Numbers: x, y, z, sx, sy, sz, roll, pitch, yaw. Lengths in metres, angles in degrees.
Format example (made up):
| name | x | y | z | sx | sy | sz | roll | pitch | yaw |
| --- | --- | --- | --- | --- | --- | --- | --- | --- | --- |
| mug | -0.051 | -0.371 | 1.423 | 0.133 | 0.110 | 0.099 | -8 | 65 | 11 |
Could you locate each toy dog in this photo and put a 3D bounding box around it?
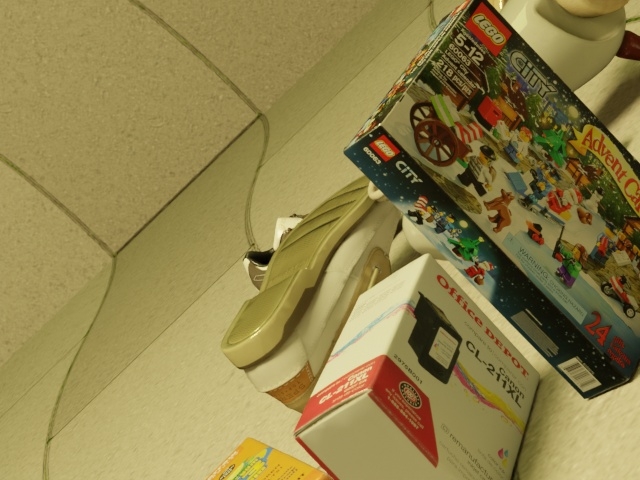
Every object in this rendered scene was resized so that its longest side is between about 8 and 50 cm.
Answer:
| name | x | y | z | sx | sy | sz | roll | pitch | yaw |
| --- | --- | --- | --- | --- | --- | --- | --- | --- | --- |
| toy dog | 0.203 | -0.118 | 1.577 | 0.333 | 0.161 | 0.220 | -58 | 15 | 4 |

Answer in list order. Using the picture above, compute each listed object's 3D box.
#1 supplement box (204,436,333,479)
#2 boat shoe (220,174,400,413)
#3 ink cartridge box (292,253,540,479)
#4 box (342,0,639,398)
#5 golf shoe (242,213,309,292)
| name | x | y | z | sx | sy | sz | roll | pitch | yaw |
| --- | --- | --- | --- | --- | --- | --- | --- | --- | --- |
| supplement box | -0.029 | 0.207 | 1.284 | 0.078 | 0.080 | 0.233 | -44 | 9 | -12 |
| boat shoe | 0.011 | 0.046 | 1.650 | 0.113 | 0.103 | 0.302 | -26 | 20 | 43 |
| ink cartridge box | 0.069 | 0.109 | 1.163 | 0.072 | 0.127 | 0.175 | -36 | 14 | 31 |
| box | 0.139 | -0.032 | 1.152 | 0.044 | 0.233 | 0.159 | -33 | 16 | 48 |
| golf shoe | 0.000 | 0.000 | 1.890 | 0.198 | 0.094 | 0.077 | -39 | 11 | 18 |
